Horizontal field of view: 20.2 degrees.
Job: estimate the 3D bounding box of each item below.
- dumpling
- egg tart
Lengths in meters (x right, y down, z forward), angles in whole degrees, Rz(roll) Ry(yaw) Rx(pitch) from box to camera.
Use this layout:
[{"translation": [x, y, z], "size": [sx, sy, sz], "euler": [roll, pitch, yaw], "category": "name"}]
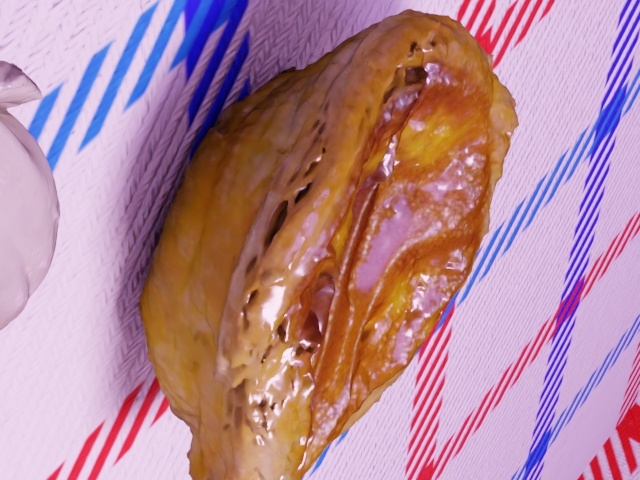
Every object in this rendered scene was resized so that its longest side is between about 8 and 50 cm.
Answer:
[{"translation": [-0.177, -0.021, 0.859], "size": [0.136, 0.118, 0.199], "euler": [-65, -169, -28], "category": "dumpling"}, {"translation": [0.000, 0.000, 1.212], "size": [0.339, 0.153, 0.351], "euler": [-46, 154, -33], "category": "egg tart"}]
